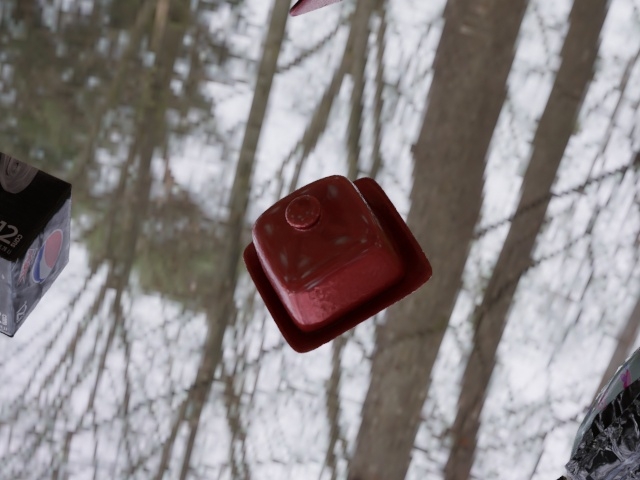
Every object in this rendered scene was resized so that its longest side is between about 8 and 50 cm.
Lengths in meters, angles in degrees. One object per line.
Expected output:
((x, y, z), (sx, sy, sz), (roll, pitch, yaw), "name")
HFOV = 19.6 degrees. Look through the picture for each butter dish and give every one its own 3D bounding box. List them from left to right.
((0.000, 0.000, 1.779), (0.160, 0.118, 0.160), (-31, -129, 1), "butter dish")

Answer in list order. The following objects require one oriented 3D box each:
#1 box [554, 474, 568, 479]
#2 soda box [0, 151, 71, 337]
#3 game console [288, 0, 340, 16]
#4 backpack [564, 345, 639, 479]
((0.159, 0.317, 1.580), (0.159, 0.233, 0.044), (44, -165, -36), "box")
((-0.198, -0.024, 0.841), (0.169, 0.060, 0.053), (24, -129, 11), "soda box")
((0.028, -0.237, 1.332), (0.085, 0.124, 0.144), (-8, -168, 26), "game console")
((0.254, 0.126, 1.239), (0.152, 0.182, 0.115), (48, -137, 7), "backpack")
